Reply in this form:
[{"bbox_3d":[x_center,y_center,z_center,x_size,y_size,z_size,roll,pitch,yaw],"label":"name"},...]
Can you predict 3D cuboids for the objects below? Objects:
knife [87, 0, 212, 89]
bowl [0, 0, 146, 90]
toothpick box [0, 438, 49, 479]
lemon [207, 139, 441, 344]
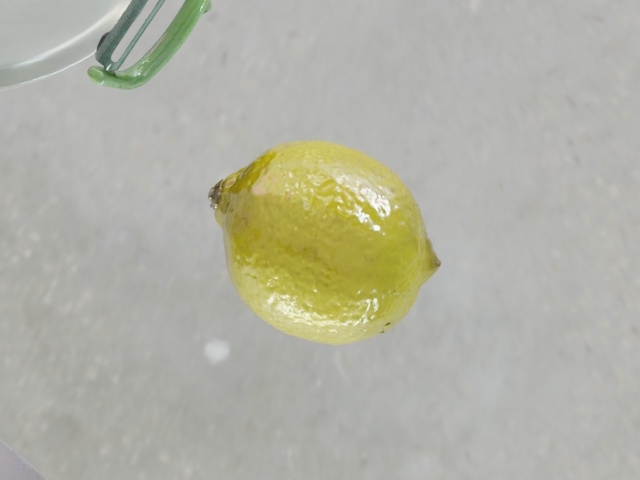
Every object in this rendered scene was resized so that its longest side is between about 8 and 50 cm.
[{"bbox_3d":[-0.026,-0.150,0.805,0.015,0.054,0.212,40,102,23],"label":"knife"},{"bbox_3d":[-0.208,-0.196,1.232,0.287,0.287,0.144,-28,72,8],"label":"bowl"},{"bbox_3d":[-0.125,0.098,0.384,0.098,0.098,0.149,36,67,-7],"label":"toothpick box"},{"bbox_3d":[0.000,0.000,1.050,0.133,0.109,0.109,21,104,4],"label":"lemon"}]
